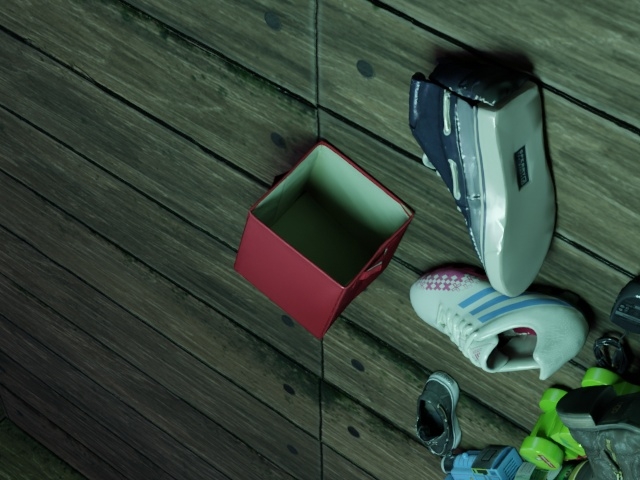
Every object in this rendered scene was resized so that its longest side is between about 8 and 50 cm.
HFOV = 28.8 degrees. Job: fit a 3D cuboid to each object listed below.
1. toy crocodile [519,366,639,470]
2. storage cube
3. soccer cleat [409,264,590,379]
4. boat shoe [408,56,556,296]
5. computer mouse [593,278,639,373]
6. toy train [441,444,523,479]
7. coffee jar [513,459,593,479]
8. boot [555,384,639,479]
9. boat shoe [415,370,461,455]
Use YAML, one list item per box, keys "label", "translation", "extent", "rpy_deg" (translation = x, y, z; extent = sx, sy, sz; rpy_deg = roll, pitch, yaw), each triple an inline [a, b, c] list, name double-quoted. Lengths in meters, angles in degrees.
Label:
- label: "toy crocodile"
  translation: [0.393, 0.276, 1.860]
  extent: [0.105, 0.115, 0.340]
  rpy_deg: [30, 155, -5]
- label: "storage cube"
  translation: [0.000, 0.000, 1.937]
  extent: [0.215, 0.183, 0.193]
  rpy_deg: [38, 151, 10]
- label: "soccer cleat"
  translation: [0.235, 0.122, 1.838]
  extent: [0.331, 0.143, 0.116]
  rpy_deg: [7, 134, 47]
- label: "boat shoe"
  translation: [0.210, -0.090, 1.648]
  extent: [0.158, 0.127, 0.340]
  rpy_deg: [27, 139, 39]
- label: "computer mouse"
  translation: [0.425, 0.118, 1.715]
  extent: [0.071, 0.041, 0.242]
  rpy_deg: [23, 152, 9]
- label: "toy train"
  translation: [0.289, 0.417, 2.209]
  extent: [0.184, 0.080, 0.105]
  rpy_deg: [-9, 116, 52]
- label: "coffee jar"
  translation: [0.409, 0.404, 2.040]
  extent: [0.096, 0.079, 0.184]
  rpy_deg: [51, 151, -17]
- label: "boot"
  translation: [0.443, 0.304, 1.652]
  extent: [0.263, 0.091, 0.229]
  rpy_deg: [1, 124, 54]
- label: "boat shoe"
  translation: [0.201, 0.323, 2.198]
  extent: [0.080, 0.076, 0.228]
  rpy_deg: [31, 148, 22]
